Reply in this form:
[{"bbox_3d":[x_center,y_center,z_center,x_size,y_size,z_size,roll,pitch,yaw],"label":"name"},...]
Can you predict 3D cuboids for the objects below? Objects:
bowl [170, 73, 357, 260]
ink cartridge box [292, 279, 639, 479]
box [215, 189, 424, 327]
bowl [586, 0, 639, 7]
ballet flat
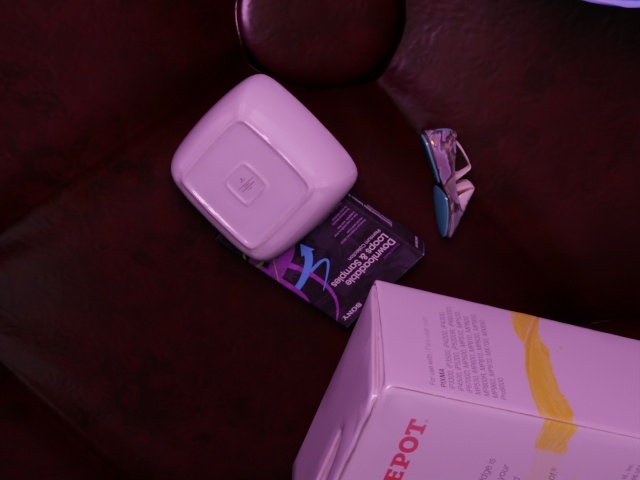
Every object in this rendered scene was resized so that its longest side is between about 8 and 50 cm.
[{"bbox_3d":[-0.058,-0.057,1.337,0.142,0.053,0.142,46,119,-2],"label":"bowl"},{"bbox_3d":[0.188,0.222,1.469,0.384,0.160,0.279,13,126,-12],"label":"ink cartridge box"},{"bbox_3d":[0.000,0.000,1.414,0.162,0.029,0.116,33,120,-20],"label":"box"},{"bbox_3d":[0.207,-0.353,1.008,0.391,0.077,0.391,24,128,33],"label":"bowl"},{"bbox_3d":[0.119,-0.053,1.368,0.041,0.041,0.114,-8,125,8],"label":"ballet flat"}]
